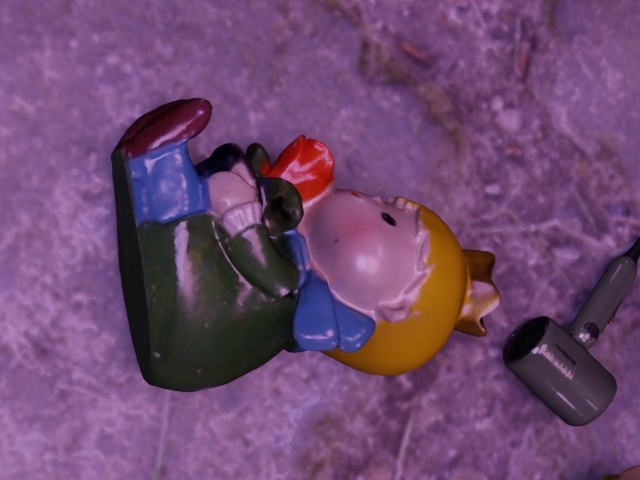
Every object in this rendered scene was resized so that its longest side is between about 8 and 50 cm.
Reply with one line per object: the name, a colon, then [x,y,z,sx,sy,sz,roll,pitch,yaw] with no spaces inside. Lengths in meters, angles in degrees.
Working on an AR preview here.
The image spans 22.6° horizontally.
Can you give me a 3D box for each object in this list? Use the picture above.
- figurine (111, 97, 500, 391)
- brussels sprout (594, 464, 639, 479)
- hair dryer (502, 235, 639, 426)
figurine: [-0.004,-0.003,0.973,0.234,0.127,0.185,-8,87,-14]
brussels sprout: [0.208,0.235,1.056,0.151,0.149,0.122,-39,124,-2]
hair dryer: [0.190,0.049,1.098,0.071,0.047,0.150,44,68,-18]
